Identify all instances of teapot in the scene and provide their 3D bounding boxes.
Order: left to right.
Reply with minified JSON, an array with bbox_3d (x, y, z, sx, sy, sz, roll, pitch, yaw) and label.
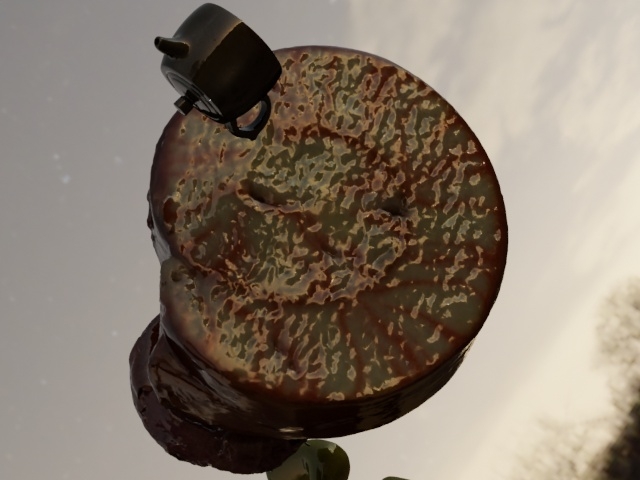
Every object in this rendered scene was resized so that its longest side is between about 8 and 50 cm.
[{"bbox_3d":[-0.072,-0.111,0.935,0.068,0.076,0.121,-50,-43,-10],"label":"teapot"}]

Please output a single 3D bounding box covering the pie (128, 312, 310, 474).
[{"bbox_3d":[-0.078,0.118,1.175,0.182,0.182,0.049,-44,-16,-31],"label":"pie"}]

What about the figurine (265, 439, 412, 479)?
[{"bbox_3d":[-0.001,0.384,1.192,0.338,0.204,0.284,-52,-40,-57],"label":"figurine"}]

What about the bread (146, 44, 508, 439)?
[{"bbox_3d":[0.003,-0.002,1.121,0.114,0.295,0.328,103,166,-66],"label":"bread"}]
